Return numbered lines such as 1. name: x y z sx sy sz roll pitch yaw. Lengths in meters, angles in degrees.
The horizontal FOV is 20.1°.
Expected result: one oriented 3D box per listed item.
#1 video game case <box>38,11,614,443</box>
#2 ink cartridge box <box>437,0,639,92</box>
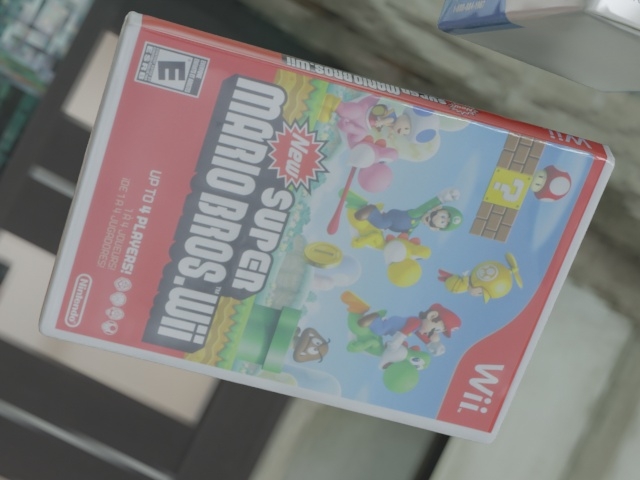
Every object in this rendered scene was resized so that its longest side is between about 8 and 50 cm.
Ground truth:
1. video game case: 0.000 0.000 1.038 0.285 0.204 0.025 15 26 -11
2. ink cartridge box: 0.203 -0.248 1.027 0.129 0.307 0.223 18 -2 -16
